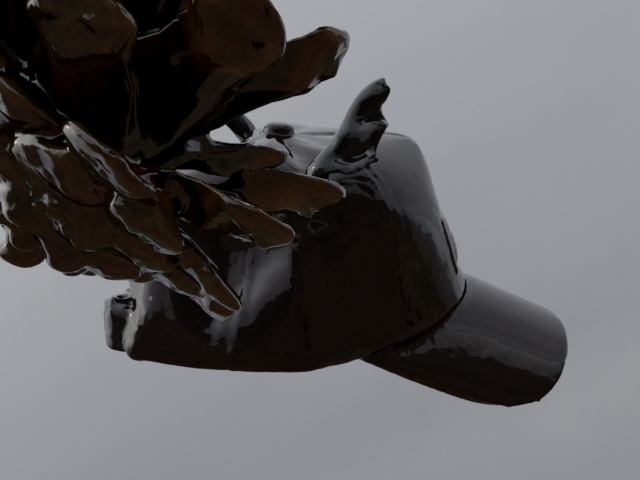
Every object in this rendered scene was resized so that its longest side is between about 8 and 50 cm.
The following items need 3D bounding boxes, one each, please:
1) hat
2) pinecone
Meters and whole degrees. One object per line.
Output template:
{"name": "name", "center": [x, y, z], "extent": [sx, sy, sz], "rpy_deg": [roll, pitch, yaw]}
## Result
{"name": "hat", "center": [0.025, -0.021, 1.004], "extent": [0.336, 0.238, 0.209], "rpy_deg": [6, -76, -19]}
{"name": "pinecone", "center": [-0.085, -0.083, 0.677], "extent": [0.202, 0.229, 0.201], "rpy_deg": [-33, 21, 52]}
